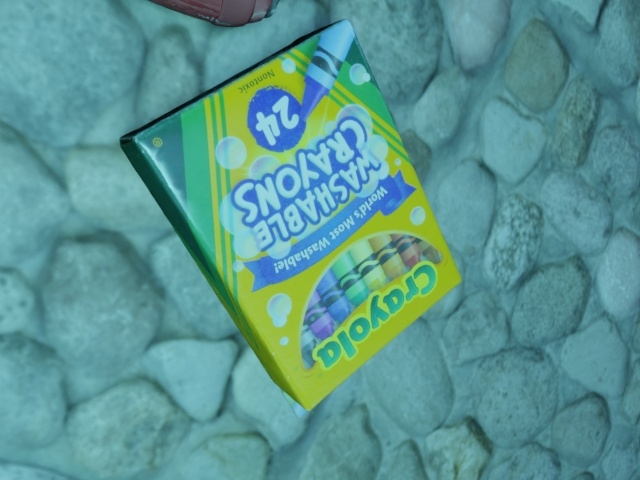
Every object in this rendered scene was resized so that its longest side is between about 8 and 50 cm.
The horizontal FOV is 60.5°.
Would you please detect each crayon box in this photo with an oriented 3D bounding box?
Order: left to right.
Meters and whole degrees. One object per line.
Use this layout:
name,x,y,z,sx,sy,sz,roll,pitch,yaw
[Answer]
crayon box,0.000,0.000,0.503,0.203,0.083,0.323,-36,113,-19

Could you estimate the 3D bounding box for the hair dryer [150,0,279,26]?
hair dryer,-0.095,-0.280,0.433,0.293,0.080,0.224,-38,97,-25
